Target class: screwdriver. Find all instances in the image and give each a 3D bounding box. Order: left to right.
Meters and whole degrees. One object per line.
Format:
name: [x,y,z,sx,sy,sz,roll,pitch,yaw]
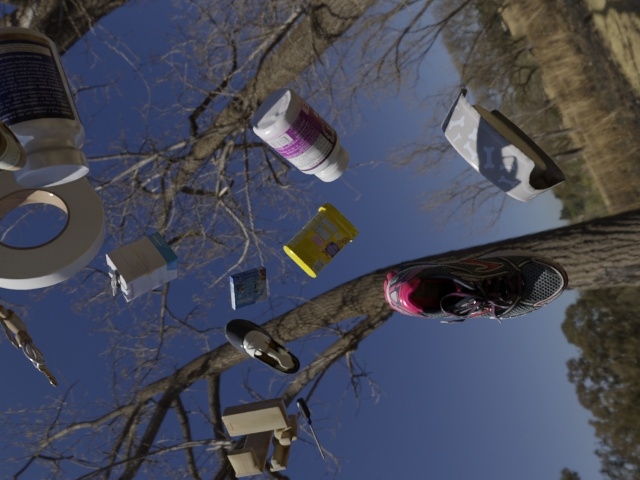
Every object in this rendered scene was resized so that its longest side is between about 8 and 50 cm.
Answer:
screwdriver: [-0.022,0.454,1.085,0.024,0.025,0.169,-27,-75,-36]

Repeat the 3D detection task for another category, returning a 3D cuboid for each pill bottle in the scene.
pill bottle: [-0.543,-0.243,0.852,0.153,0.153,0.264,-17,-93,-59]
pill bottle: [-0.047,-0.311,1.387,0.302,0.169,0.169,35,-136,-41]

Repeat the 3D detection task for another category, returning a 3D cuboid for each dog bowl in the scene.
dog bowl: [0.460,-0.241,1.164,0.349,0.102,0.348,28,-148,-20]

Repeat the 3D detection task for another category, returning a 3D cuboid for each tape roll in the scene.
tape roll: [-0.835,-0.046,1.305,0.393,0.072,0.391,8,-123,-13]

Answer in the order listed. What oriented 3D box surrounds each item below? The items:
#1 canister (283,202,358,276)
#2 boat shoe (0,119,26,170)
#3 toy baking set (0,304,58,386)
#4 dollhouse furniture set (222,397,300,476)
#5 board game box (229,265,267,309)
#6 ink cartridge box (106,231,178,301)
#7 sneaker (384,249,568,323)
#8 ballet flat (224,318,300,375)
canister: [0.000,0.000,1.214,0.126,0.073,0.170,45,-104,-1]
boat shoe: [-0.326,-0.107,0.414,0.135,0.050,0.045,41,173,13]
toy baking set: [-0.653,0.229,1.009,0.197,0.256,0.030,39,-122,20]
dollhouse furniture set: [-0.113,0.357,0.901,0.123,0.144,0.151,-77,-29,-67]
board game box: [-0.176,0.117,1.111,0.090,0.020,0.089,-16,-60,-31]
ink cartridge box: [-0.411,0.062,1.023,0.143,0.092,0.090,-29,-111,-34]
sneaker: [0.262,0.086,0.745,0.112,0.300,0.120,-174,76,-88]
ballet flat: [-0.120,0.240,1.002,0.203,0.074,0.074,43,-142,-26]
